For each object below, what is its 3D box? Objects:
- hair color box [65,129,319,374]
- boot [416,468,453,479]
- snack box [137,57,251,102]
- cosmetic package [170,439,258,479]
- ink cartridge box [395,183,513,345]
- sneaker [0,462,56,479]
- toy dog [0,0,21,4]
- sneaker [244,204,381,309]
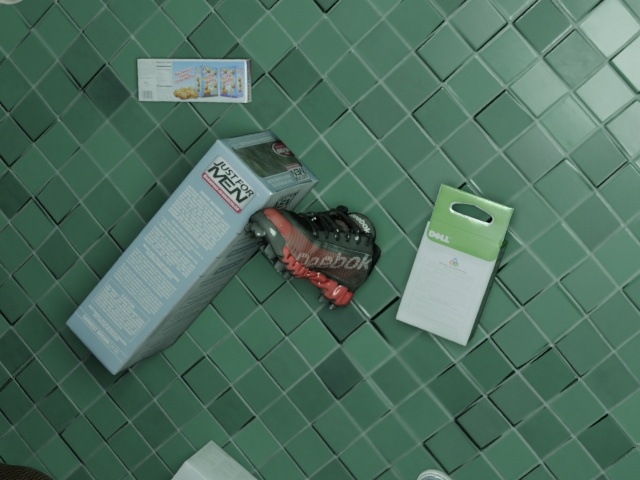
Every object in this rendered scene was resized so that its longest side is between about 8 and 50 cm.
[{"bbox_3d":[-0.186,0.015,1.707,0.113,0.185,0.374,46,111,8],"label":"hair color box"},{"bbox_3d":[0.189,0.431,1.709,0.069,0.086,0.190,-27,91,22],"label":"boot"},{"bbox_3d":[-0.189,-0.239,1.748,0.178,0.022,0.064,3,101,19],"label":"snack box"},{"bbox_3d":[-0.113,0.420,1.808,0.239,0.099,0.060,39,113,9],"label":"cosmetic package"},{"bbox_3d":[0.192,0.030,1.644,0.109,0.062,0.209,21,106,14],"label":"ink cartridge box"},{"bbox_3d":[-0.534,0.446,1.969,0.290,0.106,0.123,14,116,23],"label":"sneaker"},{"bbox_3d":[-0.631,-0.423,1.793,0.333,0.161,0.220,42,111,8],"label":"toy dog"},{"bbox_3d":[0.000,0.000,1.616,0.135,0.276,0.098,-43,57,7],"label":"sneaker"}]
